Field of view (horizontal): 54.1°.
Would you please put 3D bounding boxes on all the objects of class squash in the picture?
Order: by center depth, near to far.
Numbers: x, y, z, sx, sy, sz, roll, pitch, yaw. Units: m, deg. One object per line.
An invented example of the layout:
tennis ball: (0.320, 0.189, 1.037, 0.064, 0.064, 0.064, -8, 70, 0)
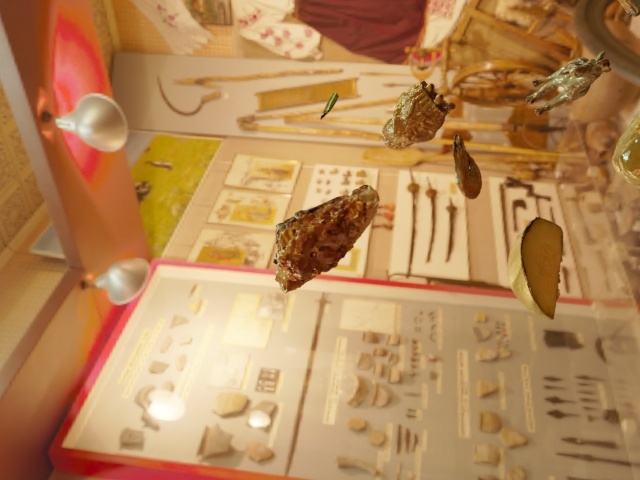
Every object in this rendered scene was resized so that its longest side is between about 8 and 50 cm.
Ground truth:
squash: (0.527, 0.061, 1.495, 0.155, 0.204, 0.237, 153, 126, -75)

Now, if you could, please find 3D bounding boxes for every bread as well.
bread: (0.860, -0.246, 1.482, 0.341, 0.210, 0.300, -40, -12, -43)

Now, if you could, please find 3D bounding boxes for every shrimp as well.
shrimp: (0.407, -0.206, 1.759, 0.101, 0.042, 0.190, -27, -76, -35)

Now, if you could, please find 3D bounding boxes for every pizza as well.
pizza: (0.000, 0.000, 1.699, 0.278, 0.409, 0.114, 17, -147, -56)

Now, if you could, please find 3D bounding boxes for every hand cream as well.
hand cream: (0.026, -0.391, 1.818, 0.036, 0.023, 0.122, -41, 16, 43)

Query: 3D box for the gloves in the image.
gloves: (0.348, -0.428, 2.242, 0.356, 0.203, 0.155, 130, 139, -62)

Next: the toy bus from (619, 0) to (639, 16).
toy bus: (0.795, -0.760, 1.646, 0.323, 0.162, 0.194, 49, -152, -7)

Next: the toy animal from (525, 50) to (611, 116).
toy animal: (0.548, -0.345, 1.401, 0.090, 0.170, 0.255, 56, -161, -9)
